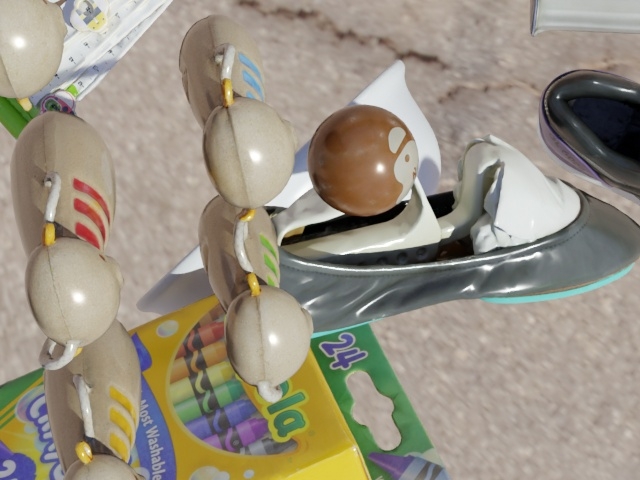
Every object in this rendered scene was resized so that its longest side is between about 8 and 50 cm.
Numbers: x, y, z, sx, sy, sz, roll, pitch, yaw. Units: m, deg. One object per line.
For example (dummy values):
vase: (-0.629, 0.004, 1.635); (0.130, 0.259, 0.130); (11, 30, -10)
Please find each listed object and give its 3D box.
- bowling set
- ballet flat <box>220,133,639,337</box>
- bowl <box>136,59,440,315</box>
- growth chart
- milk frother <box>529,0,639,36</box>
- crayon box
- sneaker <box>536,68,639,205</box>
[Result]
bowling set: (-0.046, -0.017, 0.753); (0.200, 0.154, 0.287); (-12, 122, -4)
ballet flat: (0.074, -0.004, 1.027); (0.280, 0.095, 0.096); (-12, 125, -18)
bowl: (0.000, 0.000, 1.392); (0.298, 0.298, 0.134); (-42, 92, -3)
growth chart: (-0.185, -0.191, 1.251); (0.172, 0.021, 0.237); (40, 95, 19)
milk frother: (0.190, -0.172, 0.989); (0.135, 0.143, 0.129); (4, 84, 4)
crayon box: (-0.095, 0.145, 1.186); (0.323, 0.203, 0.083); (-23, 129, -4)
sneaker: (0.293, -0.046, 1.279); (0.283, 0.124, 0.107); (22, 91, 8)
